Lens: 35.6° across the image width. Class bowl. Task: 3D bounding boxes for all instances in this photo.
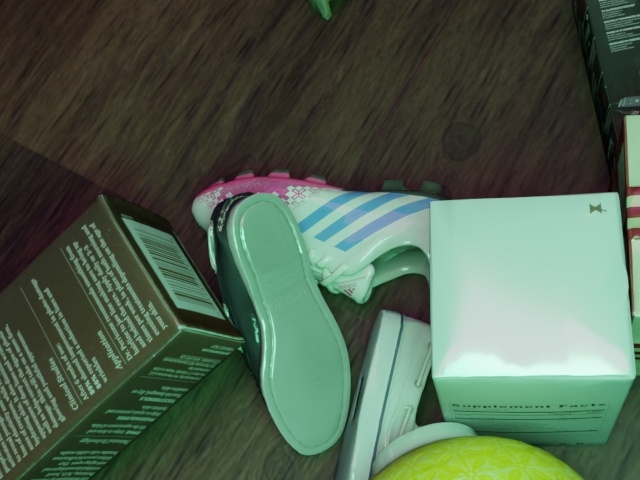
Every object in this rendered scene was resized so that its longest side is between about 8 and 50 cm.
[{"bbox_3d":[0.127,0.271,0.964,0.290,0.289,0.156,-21,48,2],"label":"bowl"}]

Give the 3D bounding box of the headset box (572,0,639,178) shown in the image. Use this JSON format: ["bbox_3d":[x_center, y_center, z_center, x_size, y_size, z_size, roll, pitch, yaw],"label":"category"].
[{"bbox_3d":[0.431,-0.238,1.194,0.218,0.110,0.293,-8,66,8],"label":"headset box"}]

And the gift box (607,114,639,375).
[{"bbox_3d":[0.432,0.015,1.005,0.258,0.276,0.255,0,73,10],"label":"gift box"}]

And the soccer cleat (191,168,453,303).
[{"bbox_3d":[0.000,0.000,1.175,0.332,0.116,0.143,2,67,11],"label":"soccer cleat"}]

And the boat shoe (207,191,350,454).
[{"bbox_3d":[-0.048,0.091,1.124,0.114,0.091,0.302,-15,98,-29],"label":"boat shoe"}]

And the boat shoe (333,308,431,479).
[{"bbox_3d":[0.075,0.212,1.091,0.088,0.096,0.267,15,70,-5],"label":"boat shoe"}]

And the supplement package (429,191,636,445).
[{"bbox_3d":[0.205,0.092,1.000,0.175,0.293,0.177,-2,67,10],"label":"supplement package"}]

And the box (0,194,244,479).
[{"bbox_3d":[-0.289,0.152,1.098,0.381,0.143,0.191,-41,64,12],"label":"box"}]

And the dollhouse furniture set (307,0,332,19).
[{"bbox_3d":[0.017,-0.427,1.345,0.129,0.129,0.183,40,80,23],"label":"dollhouse furniture set"}]
